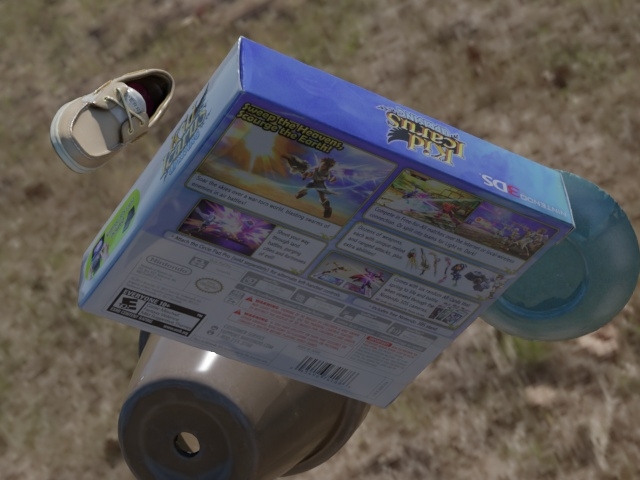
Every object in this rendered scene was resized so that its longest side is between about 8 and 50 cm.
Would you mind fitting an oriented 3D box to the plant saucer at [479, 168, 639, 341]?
[{"bbox_3d":[0.216,0.024,1.435,0.195,0.195,0.037,-16,20,22],"label":"plant saucer"}]

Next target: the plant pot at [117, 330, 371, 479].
[{"bbox_3d":[-0.093,0.162,1.493,0.263,0.263,0.229,-15,15,22],"label":"plant pot"}]

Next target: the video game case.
[{"bbox_3d":[0.000,0.000,1.042,0.244,0.269,0.061,-48,33,38],"label":"video game case"}]

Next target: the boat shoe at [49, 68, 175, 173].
[{"bbox_3d":[-0.176,-0.112,1.257,0.059,0.063,0.170,-30,13,27],"label":"boat shoe"}]
